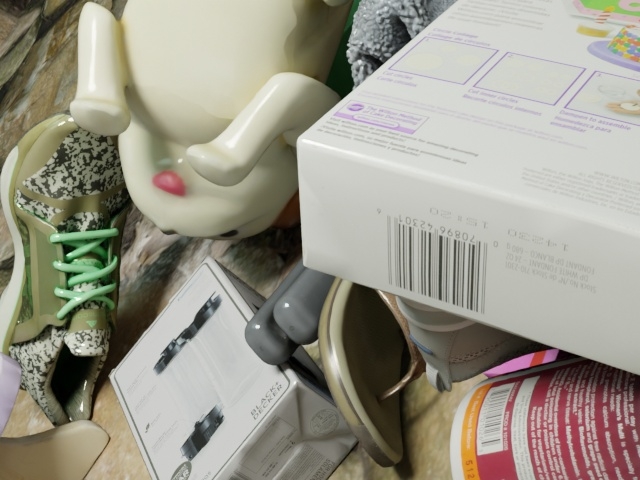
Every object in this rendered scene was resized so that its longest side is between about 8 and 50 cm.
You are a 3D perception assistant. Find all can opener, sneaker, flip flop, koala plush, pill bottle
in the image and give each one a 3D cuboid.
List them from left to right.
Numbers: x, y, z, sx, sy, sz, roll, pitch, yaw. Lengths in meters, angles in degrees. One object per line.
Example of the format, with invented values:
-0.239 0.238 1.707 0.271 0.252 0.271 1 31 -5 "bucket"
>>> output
-0.267 0.046 1.355 0.182 0.158 0.410 48 136 41 "sneaker"
0.000 0.000 1.079 0.076 0.095 0.283 -37 7 33 "can opener"
0.068 0.055 0.996 0.080 0.112 0.277 -13 40 29 "flip flop"
0.155 -0.150 1.017 0.221 0.203 0.196 22 49 33 "koala plush"
0.174 0.010 0.817 0.281 0.115 0.105 -20 39 -15 "sneaker"
0.194 0.118 0.707 0.221 0.121 0.121 -22 41 43 "pill bottle"

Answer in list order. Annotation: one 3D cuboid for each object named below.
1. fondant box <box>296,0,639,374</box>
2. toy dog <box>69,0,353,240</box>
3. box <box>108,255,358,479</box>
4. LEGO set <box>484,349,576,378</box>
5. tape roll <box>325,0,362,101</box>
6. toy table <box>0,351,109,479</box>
0.171 -0.072 0.745 0.238 0.096 0.330 18 41 26 "fondant box"
-0.099 -0.189 1.193 0.395 0.284 0.408 -72 -6 -62 "toy dog"
-0.088 0.147 1.117 0.169 0.087 0.290 -51 29 3 "box"
0.157 0.007 0.921 0.093 0.087 0.227 -6 52 52 "LEGO set"
0.005 -0.272 1.462 0.321 0.077 0.321 -36 33 28 "tape roll"
-0.359 0.274 1.292 0.274 0.161 0.252 -51 29 5 "toy table"
